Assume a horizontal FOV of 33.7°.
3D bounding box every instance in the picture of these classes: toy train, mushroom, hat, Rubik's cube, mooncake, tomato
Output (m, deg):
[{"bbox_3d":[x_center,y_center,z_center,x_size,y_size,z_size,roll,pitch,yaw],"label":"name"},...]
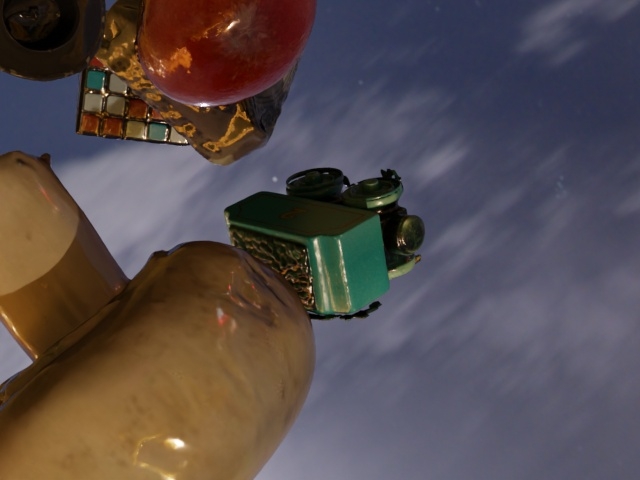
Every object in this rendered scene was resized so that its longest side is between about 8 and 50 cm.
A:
[{"bbox_3d":[0.000,0.000,1.105,0.203,0.112,0.163,10,-151,45],"label":"toy train"},{"bbox_3d":[-0.183,0.091,0.869,0.314,0.336,0.314,-38,176,-3],"label":"mushroom"},{"bbox_3d":[-0.232,-0.180,0.850,0.121,0.121,0.050,-54,-156,-18],"label":"hat"},{"bbox_3d":[-0.297,-0.266,1.703,0.182,0.184,0.187,-125,-140,-68],"label":"Rubik's cube"},{"bbox_3d":[-0.136,-0.252,1.348,0.136,0.254,0.250,-26,-150,39],"label":"mooncake"},{"bbox_3d":[-0.081,-0.225,1.061,0.199,0.227,0.112,-11,-143,-19],"label":"tomato"}]
